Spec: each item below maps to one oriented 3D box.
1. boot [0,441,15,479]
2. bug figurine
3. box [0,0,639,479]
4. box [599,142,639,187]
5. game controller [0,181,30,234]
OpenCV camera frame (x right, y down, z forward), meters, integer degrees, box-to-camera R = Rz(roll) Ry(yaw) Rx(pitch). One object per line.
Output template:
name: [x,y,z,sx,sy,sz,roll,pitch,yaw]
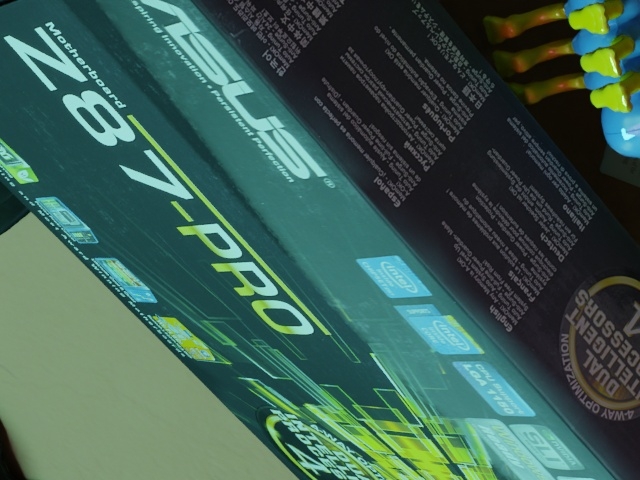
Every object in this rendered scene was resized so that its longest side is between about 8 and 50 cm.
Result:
boot: [-0.336,0.194,1.458,0.229,0.091,0.263,-4,130,36]
bug figurine: [0.066,-0.128,0.813,0.279,0.072,0.216,16,125,63]
box: [0.000,0.000,0.875,0.395,0.097,0.318,48,155,-21]
box: [0.187,-0.078,0.824,0.087,0.102,0.101,23,139,15]
game controller: [-0.203,-0.096,1.112,0.166,0.067,0.319,32,143,-21]
